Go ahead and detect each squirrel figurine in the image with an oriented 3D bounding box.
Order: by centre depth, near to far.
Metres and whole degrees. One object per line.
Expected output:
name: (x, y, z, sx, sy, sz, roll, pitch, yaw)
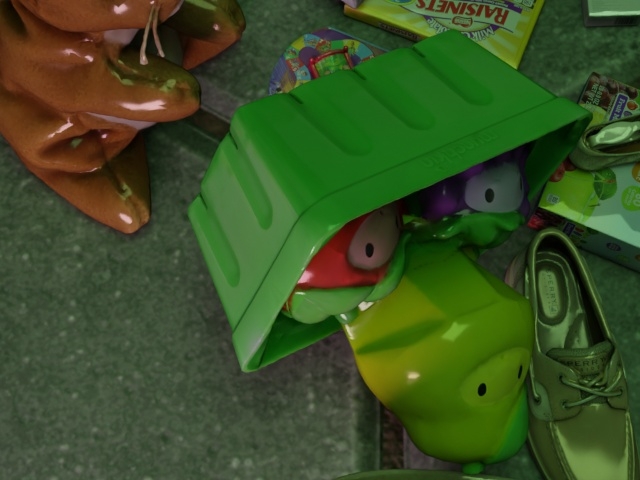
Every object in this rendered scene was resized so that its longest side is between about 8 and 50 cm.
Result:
squirrel figurine: (-0.275, -0.254, 1.534, 0.397, 0.370, 0.281, 30, 73, 8)

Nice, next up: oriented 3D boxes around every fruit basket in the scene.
fruit basket: (0.099, 0.027, 1.464, 0.392, 0.283, 0.392, 13, 51, -16)

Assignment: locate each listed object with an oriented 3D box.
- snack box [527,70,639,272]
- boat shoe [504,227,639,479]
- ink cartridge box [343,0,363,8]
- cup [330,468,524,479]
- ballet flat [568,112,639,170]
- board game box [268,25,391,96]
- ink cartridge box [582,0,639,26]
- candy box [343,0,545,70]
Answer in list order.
snack box: (0.349, -0.060, 1.651, 0.207, 0.070, 0.174, 22, 71, 4)
boat shoe: (0.257, 0.136, 1.566, 0.109, 0.098, 0.302, -9, 72, -6)
ink cartridge box: (0.019, -0.362, 1.737, 0.179, 0.045, 0.145, 38, 77, 19)
cup: (0.140, 0.366, 1.401, 0.331, 0.331, 0.237, 8, 98, 1)
ballet flat: (0.338, -0.109, 1.602, 0.168, 0.052, 0.057, -17, 71, -9)
board game box: (0.029, -0.168, 1.695, 0.169, 0.033, 0.133, 23, 72, 5)
ink cartridge box: (0.325, -0.299, 1.752, 0.063, 0.029, 0.115, -2, 71, -2)
candy box: (0.139, -0.264, 1.734, 0.206, 0.027, 0.105, 21, 74, 5)
